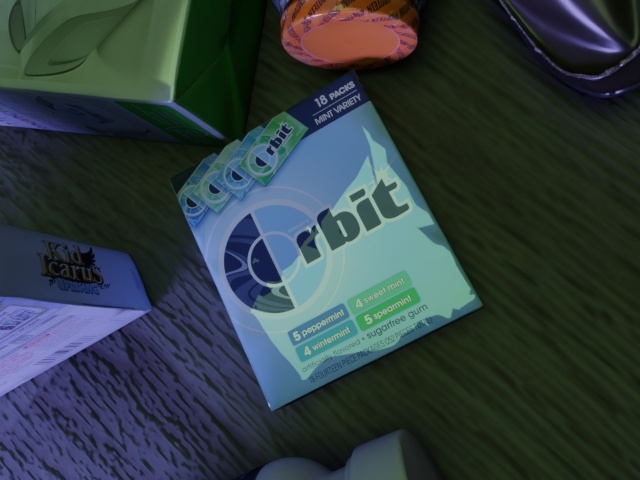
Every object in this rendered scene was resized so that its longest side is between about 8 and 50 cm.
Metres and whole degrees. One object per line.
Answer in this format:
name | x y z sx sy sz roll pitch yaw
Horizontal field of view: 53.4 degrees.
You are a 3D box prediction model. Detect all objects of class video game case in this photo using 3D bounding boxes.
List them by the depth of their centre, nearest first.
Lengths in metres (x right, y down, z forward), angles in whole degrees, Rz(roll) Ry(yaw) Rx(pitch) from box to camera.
video game case | -0.289 0.076 0.409 0.269 0.244 0.061 -30 76 9

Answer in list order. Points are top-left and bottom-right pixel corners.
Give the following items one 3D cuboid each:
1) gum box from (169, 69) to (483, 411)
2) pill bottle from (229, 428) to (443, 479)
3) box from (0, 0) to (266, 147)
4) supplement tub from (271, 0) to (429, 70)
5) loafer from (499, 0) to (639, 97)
gum box | 0.000 0.000 0.448 0.157 0.041 0.184 -29 77 10
pill bottle | -0.043 0.221 0.372 0.265 0.153 0.153 -28 76 9
box | -0.163 -0.217 0.480 0.231 0.127 0.262 9 86 14
supplement tub | 0.021 -0.223 0.433 0.117 0.117 0.190 -1 83 15
loafer | 0.135 -0.183 0.408 0.080 0.078 0.220 -42 68 31
